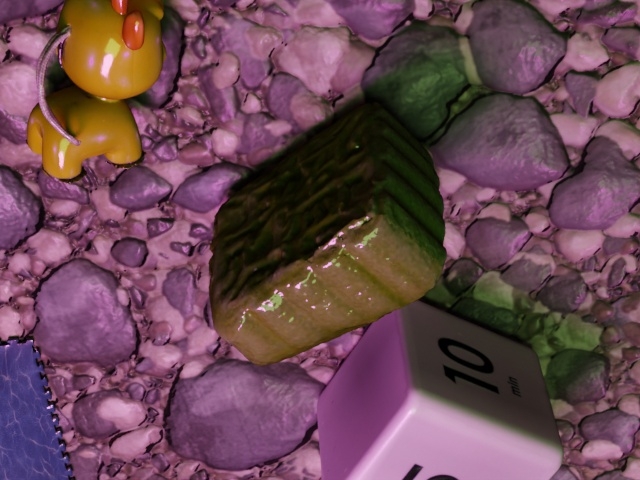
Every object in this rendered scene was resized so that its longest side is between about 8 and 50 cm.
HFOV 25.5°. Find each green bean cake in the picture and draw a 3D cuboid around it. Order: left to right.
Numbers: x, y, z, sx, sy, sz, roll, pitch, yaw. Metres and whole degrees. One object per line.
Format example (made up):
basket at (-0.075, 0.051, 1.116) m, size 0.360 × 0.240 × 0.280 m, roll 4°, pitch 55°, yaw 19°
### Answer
green bean cake at (0.000, 0.000, 1.391) m, size 0.248 × 0.222 × 0.125 m, roll -37°, pitch 121°, yaw 24°

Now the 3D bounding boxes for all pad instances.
pad at (-0.435, 0.228, 1.651) m, size 0.268 × 0.012 × 0.270 m, roll -7°, pitch 125°, yaw 2°

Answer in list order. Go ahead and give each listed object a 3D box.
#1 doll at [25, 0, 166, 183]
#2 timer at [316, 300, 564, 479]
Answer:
doll at (-0.210, -0.171, 1.323) m, size 0.135 × 0.143 × 0.221 m, roll -13°, pitch 137°, yaw -29°
timer at (0.125, 0.208, 1.559) m, size 0.195 × 0.192 × 0.194 m, roll 24°, pitch 120°, yaw -19°
